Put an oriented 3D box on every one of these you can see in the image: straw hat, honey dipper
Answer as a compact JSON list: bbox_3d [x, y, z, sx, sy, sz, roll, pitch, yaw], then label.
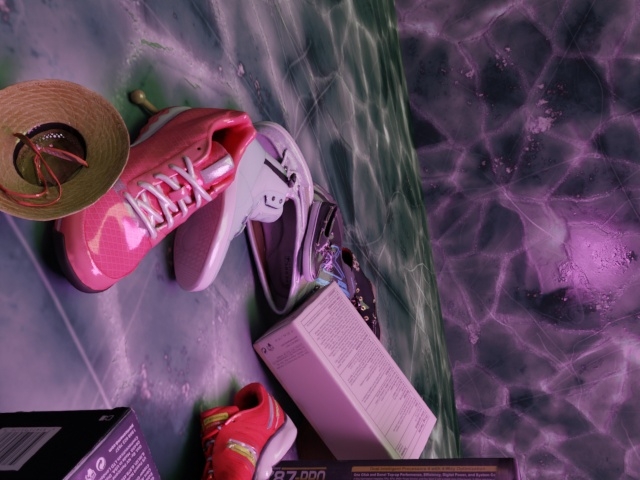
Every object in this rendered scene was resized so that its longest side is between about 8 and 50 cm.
[{"bbox_3d":[-0.253,-0.074,0.522,0.061,0.144,0.145,128,-35,-63],"label":"straw hat"},{"bbox_3d":[-0.202,-0.154,0.759,0.160,0.030,0.031,43,43,-54],"label":"honey dipper"}]

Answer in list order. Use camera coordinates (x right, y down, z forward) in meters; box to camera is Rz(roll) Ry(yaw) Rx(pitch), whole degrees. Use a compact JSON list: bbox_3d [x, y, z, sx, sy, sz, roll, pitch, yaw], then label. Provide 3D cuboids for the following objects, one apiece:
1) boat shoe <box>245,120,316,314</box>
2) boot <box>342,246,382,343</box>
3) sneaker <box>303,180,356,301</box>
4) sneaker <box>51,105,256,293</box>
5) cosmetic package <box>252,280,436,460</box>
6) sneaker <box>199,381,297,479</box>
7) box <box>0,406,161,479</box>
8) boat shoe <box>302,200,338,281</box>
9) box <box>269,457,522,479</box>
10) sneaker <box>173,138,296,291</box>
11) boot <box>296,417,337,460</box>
[{"bbox_3d":[-0.076,-0.037,0.931,0.103,0.118,0.321,-51,136,-68],"label":"boat shoe"},{"bbox_3d":[0.079,0.149,1.323,0.179,0.085,0.237,58,24,-44],"label":"boot"},{"bbox_3d":[-0.015,0.031,1.053,0.341,0.124,0.140,66,30,-32],"label":"sneaker"},{"bbox_3d":[-0.172,-0.072,0.623,0.314,0.136,0.116,-66,143,-45],"label":"sneaker"},{"bbox_3d":[0.046,0.243,0.942,0.310,0.113,0.160,55,36,-1],"label":"cosmetic package"},{"bbox_3d":[-0.128,0.280,0.718,0.118,0.107,0.279,60,20,-5],"label":"sneaker"},{"bbox_3d":[-0.201,0.218,0.413,0.093,0.155,0.158,-53,131,-62],"label":"box"},{"bbox_3d":[0.000,0.000,0.930,0.049,0.040,0.142,42,54,-66],"label":"boat shoe"},{"bbox_3d":[0.070,0.450,0.718,0.318,0.394,0.097,-78,152,-46],"label":"box"},{"bbox_3d":[-0.110,-0.031,0.787,0.151,0.094,0.256,36,58,-45],"label":"sneaker"},{"bbox_3d":[0.051,0.329,1.075,0.220,0.109,0.284,7,61,-49],"label":"boot"}]
